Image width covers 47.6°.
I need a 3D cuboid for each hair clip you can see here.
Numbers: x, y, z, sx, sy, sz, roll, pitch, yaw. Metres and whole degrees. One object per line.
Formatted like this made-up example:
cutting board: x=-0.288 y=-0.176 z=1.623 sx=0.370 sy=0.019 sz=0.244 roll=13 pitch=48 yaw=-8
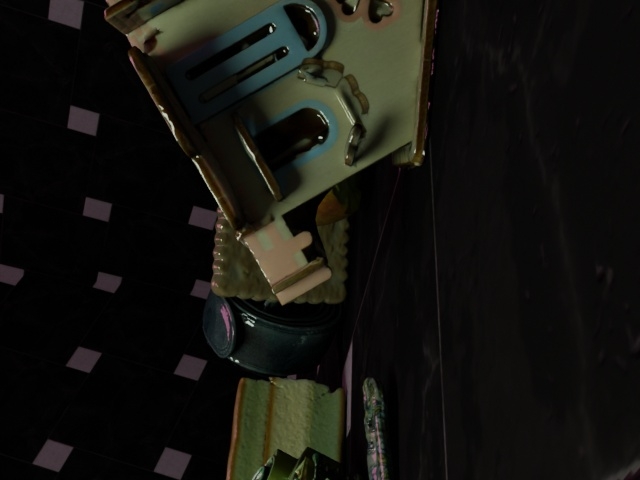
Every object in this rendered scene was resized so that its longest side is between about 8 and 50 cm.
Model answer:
hair clip: x=0.038 y=0.214 z=0.559 sx=0.066 sy=0.036 sz=0.229 roll=108 pitch=173 yaw=-58

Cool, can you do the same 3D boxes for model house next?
model house: x=-0.011 y=-0.147 z=0.581 sx=0.326 sy=0.244 sz=0.169 roll=61 pitch=179 yaw=-1

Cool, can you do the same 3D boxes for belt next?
belt: x=-0.077 y=0.114 z=1.137 sx=0.116 sy=0.206 sz=0.267 roll=-67 pitch=-11 yaw=19

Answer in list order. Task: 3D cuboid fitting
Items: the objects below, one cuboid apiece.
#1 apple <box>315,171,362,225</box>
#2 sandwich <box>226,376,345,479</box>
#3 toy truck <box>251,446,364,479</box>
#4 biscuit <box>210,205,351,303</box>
apple: x=-0.021 y=-0.144 z=0.920 sx=0.226 sy=0.246 sz=0.246 roll=-50 pitch=-30 yaw=-58
sandwich: x=-0.048 y=0.285 z=0.972 sx=0.227 sy=0.155 sz=0.198 roll=169 pitch=105 yaw=-87
toy truck: x=-0.001 y=0.282 z=0.685 sx=0.135 sy=0.128 sz=0.259 roll=-59 pitch=6 yaw=10
biscuit: x=-0.047 y=-0.071 z=1.061 sx=0.044 sy=0.217 sz=0.325 roll=175 pitch=99 yaw=-68
